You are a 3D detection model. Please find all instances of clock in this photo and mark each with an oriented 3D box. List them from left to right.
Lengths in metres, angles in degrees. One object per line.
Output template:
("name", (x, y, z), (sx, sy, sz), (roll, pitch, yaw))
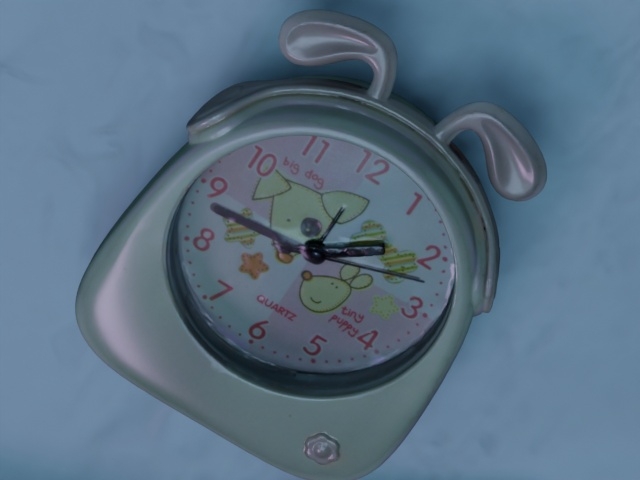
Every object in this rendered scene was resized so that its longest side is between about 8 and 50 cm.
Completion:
("clock", (0.000, 0.000, 0.802), (0.151, 0.062, 0.191), (32, 117, -7))
